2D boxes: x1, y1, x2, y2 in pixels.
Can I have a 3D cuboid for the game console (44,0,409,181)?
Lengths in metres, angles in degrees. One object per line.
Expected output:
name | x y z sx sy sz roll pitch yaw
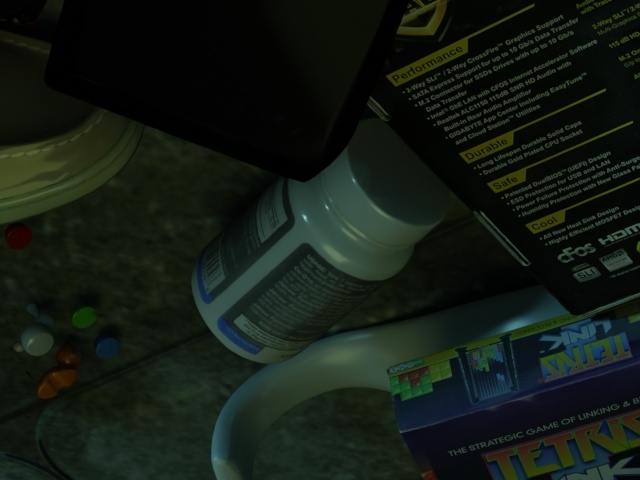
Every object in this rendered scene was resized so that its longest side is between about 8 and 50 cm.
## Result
game console | -0.129 -0.170 0.751 0.361 0.044 0.213 20 124 -2

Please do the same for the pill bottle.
pill bottle | 0.000 0.000 0.965 0.078 0.078 0.137 30 134 -22

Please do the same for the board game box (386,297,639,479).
board game box | 0.138 0.101 0.992 0.170 0.048 0.141 -18 137 9

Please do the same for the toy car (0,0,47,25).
toy car | -0.152 -0.157 0.864 0.040 0.060 0.122 37 130 35

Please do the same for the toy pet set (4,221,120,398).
toy pet set | -0.198 0.041 1.075 0.114 0.065 0.122 -35 134 -5

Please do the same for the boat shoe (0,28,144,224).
boat shoe | -0.237 -0.078 0.902 0.302 0.109 0.098 6 139 11

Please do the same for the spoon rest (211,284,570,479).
spoon rest | 0.074 0.083 1.059 0.276 0.084 0.137 -12 136 2

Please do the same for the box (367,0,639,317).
box | 0.177 -0.113 0.815 0.322 0.079 0.257 -25 126 31
